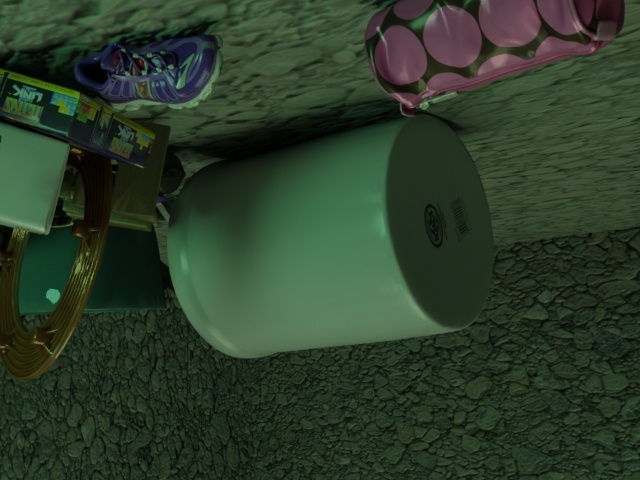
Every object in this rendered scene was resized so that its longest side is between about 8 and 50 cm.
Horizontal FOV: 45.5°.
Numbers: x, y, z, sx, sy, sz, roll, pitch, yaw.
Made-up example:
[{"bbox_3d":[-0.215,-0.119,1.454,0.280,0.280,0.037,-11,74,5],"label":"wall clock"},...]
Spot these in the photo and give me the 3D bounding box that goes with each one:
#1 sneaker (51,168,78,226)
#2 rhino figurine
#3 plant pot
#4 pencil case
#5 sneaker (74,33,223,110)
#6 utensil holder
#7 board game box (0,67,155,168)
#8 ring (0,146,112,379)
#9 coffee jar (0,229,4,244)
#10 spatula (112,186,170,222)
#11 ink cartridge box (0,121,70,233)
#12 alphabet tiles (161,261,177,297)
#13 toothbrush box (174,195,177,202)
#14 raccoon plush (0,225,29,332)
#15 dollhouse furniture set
[{"bbox_3d":[-0.488,-0.083,1.186,0.283,0.110,0.122,8,178,-12],"label":"sneaker"},{"bbox_3d":[-0.297,-0.096,1.221,0.106,0.073,0.243,3,173,-32],"label":"rhino figurine"},{"bbox_3d":[-0.431,0.013,1.389,0.293,0.235,0.293,-2,175,0],"label":"plant pot"},{"bbox_3d":[0.139,-0.172,0.626,0.095,0.098,0.209,3,171,-42],"label":"pencil case"},{"bbox_3d":[-0.167,-0.162,0.730,0.170,0.068,0.071,-6,167,30],"label":"sneaker"},{"bbox_3d":[0.018,0.002,1.147,0.385,0.327,0.328,-10,170,38],"label":"utensil holder"},{"bbox_3d":[-0.279,-0.131,0.818,0.141,0.048,0.170,19,179,14],"label":"board game box"},{"bbox_3d":[-0.355,0.008,0.974,0.032,0.336,0.337,17,163,-36],"label":"ring"},{"bbox_3d":[-0.635,-0.030,1.291,0.184,0.079,0.096,33,162,-11],"label":"coffee jar"},{"bbox_3d":[-0.220,-0.024,1.216,0.084,0.030,0.296,-11,148,44],"label":"spatula"},{"bbox_3d":[-0.399,-0.084,0.817,0.237,0.100,0.172,17,174,-20],"label":"ink cartridge box"},{"bbox_3d":[-0.399,0.042,1.701,0.285,0.011,0.342,39,178,-7],"label":"alphabet tiles"},{"bbox_3d":[-0.146,0.010,1.598,0.296,0.216,0.126,-4,173,4],"label":"toothbrush box"},{"bbox_3d":[-0.740,0.098,1.715,0.216,0.299,0.446,-1,174,-20],"label":"raccoon plush"},{"bbox_3d":[-0.279,-0.090,1.061,0.144,0.123,0.151,9,171,-1],"label":"dollhouse furniture set"}]
